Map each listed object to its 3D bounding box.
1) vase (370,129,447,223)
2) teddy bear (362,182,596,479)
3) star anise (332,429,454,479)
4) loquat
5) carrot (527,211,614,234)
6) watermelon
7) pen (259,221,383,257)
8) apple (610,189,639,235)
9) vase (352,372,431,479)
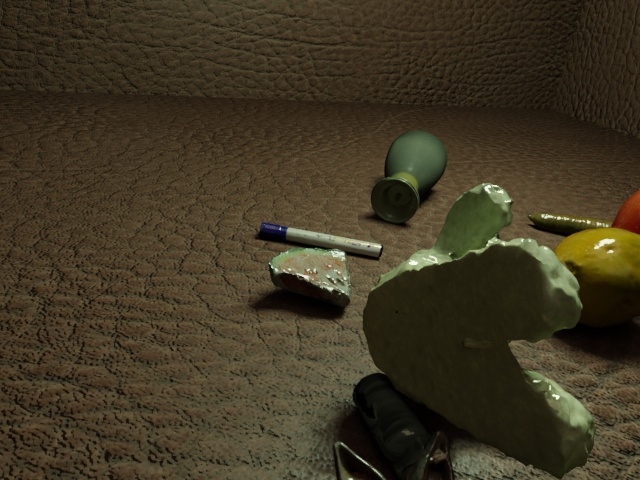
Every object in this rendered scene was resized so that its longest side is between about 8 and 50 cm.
[{"bbox_3d":[0.233,-0.166,1.350,0.173,0.173,0.321,14,33,13],"label":"vase"},{"bbox_3d":[0.255,0.085,0.669,0.362,0.327,0.375,-9,2,-31],"label":"teddy bear"},{"bbox_3d":[0.078,0.294,0.440,0.236,0.109,0.223,36,59,21],"label":"star anise"},{"bbox_3d":[0.514,0.067,0.921,0.234,0.187,0.176,6,67,-24],"label":"loquat"},{"bbox_3d":[0.709,-0.025,1.291,0.342,0.070,0.070,9,26,17],"label":"carrot"},{"bbox_3d":[-0.004,0.078,0.898,0.187,0.071,0.139,-5,35,-40],"label":"watermelon"},{"bbox_3d":[0.000,0.000,1.086,0.269,0.033,0.033,11,27,5],"label":"pen"},{"bbox_3d":[0.728,0.004,1.021,0.260,0.260,0.216,14,3,13],"label":"apple"},{"bbox_3d":[0.105,0.246,0.591,0.060,0.060,0.211,-4,29,-21],"label":"vase"}]
